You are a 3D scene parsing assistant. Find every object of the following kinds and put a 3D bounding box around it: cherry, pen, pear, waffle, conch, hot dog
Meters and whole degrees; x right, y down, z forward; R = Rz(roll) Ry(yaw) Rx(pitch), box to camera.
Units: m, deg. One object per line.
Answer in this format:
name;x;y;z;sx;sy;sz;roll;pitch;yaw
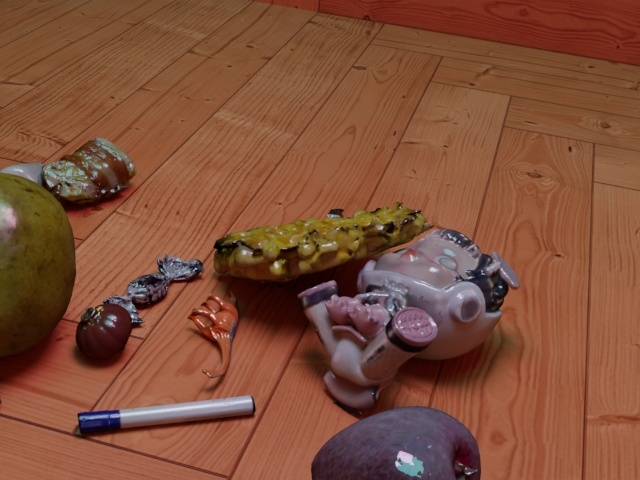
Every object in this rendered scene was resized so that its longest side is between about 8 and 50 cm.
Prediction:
cherry;0.112;0.317;1.196;0.266;0.184;0.213;5;14;25
pen;-0.233;0.265;1.374;0.269;0.033;0.033;-4;32;-16
pear;-0.540;0.041;1.456;0.303;0.304;0.304;4;31;-3
waffle;0.000;0.000;1.661;0.382;0.095;0.379;-15;6;-22
conch;-0.632;-0.126;1.900;0.094;0.104;0.176;24;27;-11
hot dog;-0.501;-0.138;1.942;0.146;0.103;0.213;42;48;17

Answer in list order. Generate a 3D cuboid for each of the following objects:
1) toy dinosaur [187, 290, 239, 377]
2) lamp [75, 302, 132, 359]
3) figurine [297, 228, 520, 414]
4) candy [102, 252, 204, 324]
toy dinosaur;-0.180;0.148;1.553;0.101;0.055;0.279;30;30;-3
lamp;-0.359;0.150;1.489;0.101;0.090;0.101;-25;37;21
figurine;0.147;0.115;1.514;0.253;0.211;0.361;31;41;32
candy;-0.304;0.084;1.645;0.094;0.051;0.226;24;35;22
